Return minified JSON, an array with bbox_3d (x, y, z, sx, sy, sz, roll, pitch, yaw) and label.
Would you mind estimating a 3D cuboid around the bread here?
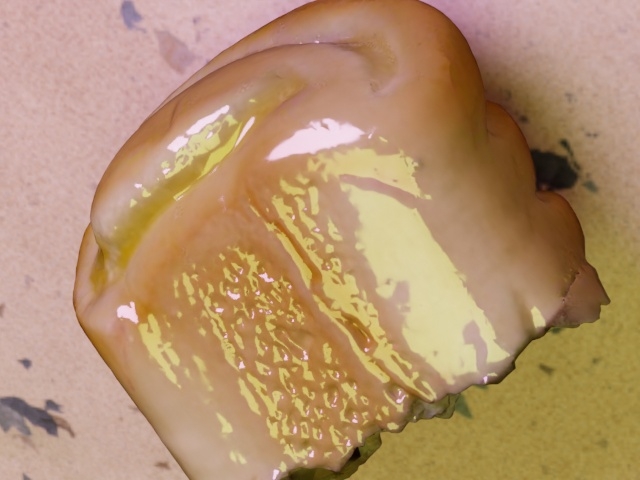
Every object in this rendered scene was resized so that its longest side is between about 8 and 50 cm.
[{"bbox_3d":[0.000,0.000,1.173,0.315,0.211,0.270,-34,93,21],"label":"bread"}]
